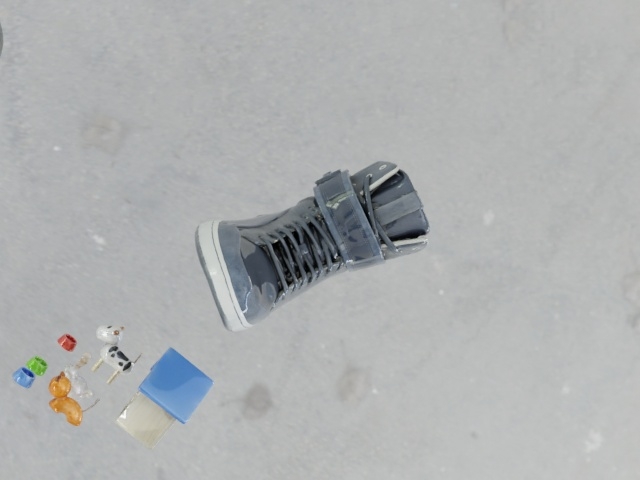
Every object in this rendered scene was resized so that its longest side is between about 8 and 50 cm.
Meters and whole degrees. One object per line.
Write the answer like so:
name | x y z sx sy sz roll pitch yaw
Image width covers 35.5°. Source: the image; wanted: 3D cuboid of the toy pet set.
toy pet set | -0.142 0.094 0.721 0.114 0.122 0.065 39 96 -5

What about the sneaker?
sneaker | -0.001 -0.002 0.770 0.163 0.226 0.086 -18 96 9

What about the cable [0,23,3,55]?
cable | -0.222 -0.198 0.586 0.140 0.072 0.287 25 64 -13
